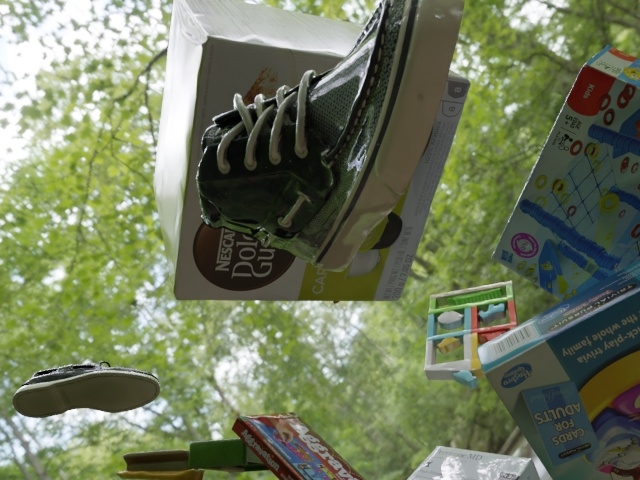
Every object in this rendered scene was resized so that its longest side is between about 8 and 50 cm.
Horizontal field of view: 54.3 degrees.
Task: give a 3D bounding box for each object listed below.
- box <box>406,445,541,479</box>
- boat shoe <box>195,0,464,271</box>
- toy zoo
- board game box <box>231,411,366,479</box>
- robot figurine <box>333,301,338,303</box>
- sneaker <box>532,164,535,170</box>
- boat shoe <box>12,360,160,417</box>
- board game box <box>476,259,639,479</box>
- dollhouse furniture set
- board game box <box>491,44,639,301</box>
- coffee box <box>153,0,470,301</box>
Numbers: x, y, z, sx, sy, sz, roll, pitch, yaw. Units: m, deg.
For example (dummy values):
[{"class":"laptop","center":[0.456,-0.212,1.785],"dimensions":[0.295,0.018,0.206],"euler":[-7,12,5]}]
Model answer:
[{"class":"box","center":[0.243,0.426,0.935],"dimensions":[0.119,0.181,0.181],"euler":[-30,-78,-40]},{"class":"boat shoe","center":[-0.018,-0.078,0.497],"dimensions":[0.340,0.158,0.127],"euler":[115,170,-60]},{"class":"toy zoo","center":[0.320,0.200,1.318],"dimensions":[0.293,0.192,0.030],"euler":[-72,-36,-55]},{"class":"board game box","center":[0.008,0.346,0.895],"dimensions":[0.145,0.281,0.027],"euler":[20,-78,-55]},{"class":"robot figurine","center":[0.000,0.000,1.399],"dimensions":[0.085,0.291,0.211],"euler":[-31,-58,14]},{"class":"sneaker","center":[0.479,-0.080,1.318],"dimensions":[0.076,0.166,0.065],"euler":[-27,8,6]},{"class":"boat shoe","center":[-0.552,0.346,1.506],"dimensions":[0.340,0.113,0.127],"euler":[-11,-63,1]},{"class":"board game box","center":[0.366,0.203,0.660],"dimensions":[0.254,0.336,0.079],"euler":[-32,5,13]},{"class":"dollhouse furniture set","center":[-0.236,0.446,1.034],"dimensions":[0.151,0.302,0.197],"euler":[52,-148,-63]},{"class":"board game box","center":[0.407,-0.027,0.760],"dimensions":[0.086,0.302,0.308],"euler":[-35,-31,-41]},{"class":"coffee box","center":[-0.052,-0.138,0.906],"dimensions":[0.335,0.338,0.337],"euler":[3,-62,-21]}]
